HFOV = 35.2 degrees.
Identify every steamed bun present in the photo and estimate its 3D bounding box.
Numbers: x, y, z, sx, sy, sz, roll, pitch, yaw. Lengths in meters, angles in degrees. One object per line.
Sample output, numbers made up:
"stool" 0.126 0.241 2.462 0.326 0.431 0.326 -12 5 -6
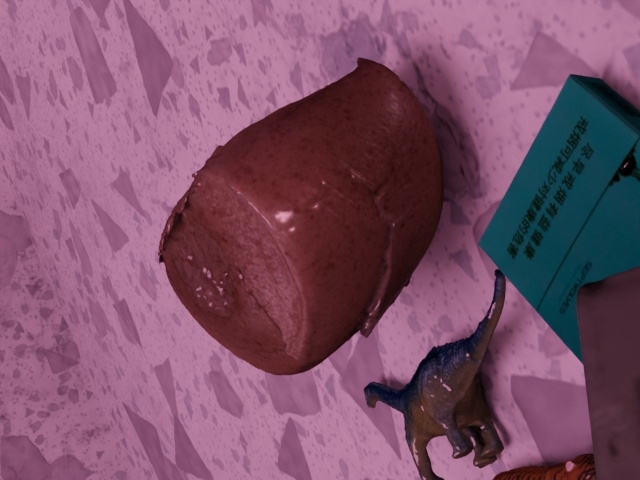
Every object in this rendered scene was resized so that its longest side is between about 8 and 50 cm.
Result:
"steamed bun" 0.000 0.000 0.940 0.199 0.251 0.301 52 154 11

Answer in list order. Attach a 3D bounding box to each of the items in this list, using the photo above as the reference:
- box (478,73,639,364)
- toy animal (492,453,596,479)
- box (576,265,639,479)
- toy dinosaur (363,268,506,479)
"box" 0.214 0.010 0.704 0.226 0.042 0.161 54 133 42
"toy animal" 0.214 0.253 0.947 0.241 0.057 0.099 -34 73 63
"box" 0.242 0.251 0.500 0.396 0.111 0.396 57 -154 -33
"toy dinosaur" 0.124 0.161 1.011 0.147 0.076 0.363 66 157 19
